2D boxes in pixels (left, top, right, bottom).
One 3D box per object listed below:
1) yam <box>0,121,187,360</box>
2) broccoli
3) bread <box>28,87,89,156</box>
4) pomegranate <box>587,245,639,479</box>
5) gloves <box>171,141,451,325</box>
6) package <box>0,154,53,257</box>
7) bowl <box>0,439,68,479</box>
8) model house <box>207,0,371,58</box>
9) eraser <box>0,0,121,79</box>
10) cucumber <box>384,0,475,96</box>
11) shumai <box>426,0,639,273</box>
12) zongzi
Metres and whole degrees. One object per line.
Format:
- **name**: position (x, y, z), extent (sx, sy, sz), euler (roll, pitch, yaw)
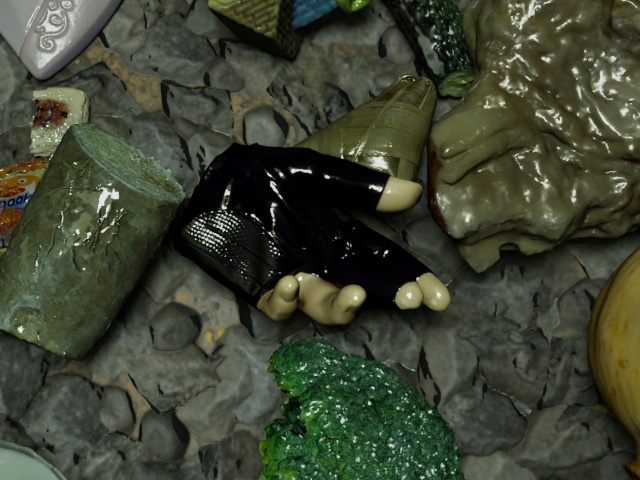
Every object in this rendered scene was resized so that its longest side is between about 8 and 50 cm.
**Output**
- **yam**: position (-0.251, 0.007, 0.783), extent (0.153, 0.154, 0.255), euler (29, 84, 8)
- **broccoli**: position (0.015, 0.241, 0.710), extent (0.268, 0.269, 0.254), euler (4, 33, 2)
- **bread**: position (-0.310, -0.141, 0.890), extent (0.070, 0.035, 0.083), euler (0, 72, 0)
- **pomegranate**: position (0.404, 0.108, 0.695), extent (0.307, 0.307, 0.308), euler (0, 75, 1)
- **gloves**: position (-0.001, -0.001, 0.781), extent (0.301, 0.152, 0.197), euler (28, 90, 33)
- **package**: position (-0.352, -0.034, 0.864), extent (0.107, 0.031, 0.121), euler (-12, 75, -4)
- **bowl**: position (-0.321, 0.359, 0.684), extent (0.313, 0.146, 0.314), euler (-10, 51, 12)
- **model house**: position (-0.038, -0.330, 0.850), extent (0.214, 0.195, 0.189), euler (-25, 83, 7)
- **eraser**: position (-0.319, -0.349, 0.931), extent (0.243, 0.059, 0.204), euler (-40, 78, -4)
- **cucumber**: position (0.125, -0.279, 0.898), extent (0.077, 0.077, 0.265), euler (-23, 72, -5)
- **shumai**: position (0.226, -0.115, 0.792), extent (0.283, 0.217, 0.346), euler (-39, 102, 7)
- **zongzi**: position (0.037, -0.131, 0.864), extent (0.176, 0.078, 0.160), euler (16, 70, 14)
